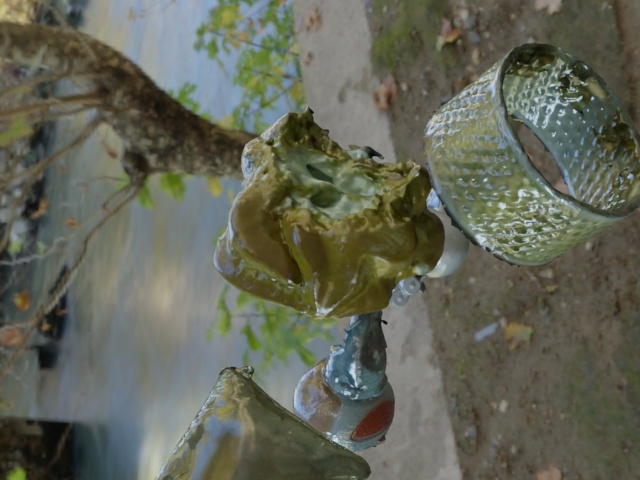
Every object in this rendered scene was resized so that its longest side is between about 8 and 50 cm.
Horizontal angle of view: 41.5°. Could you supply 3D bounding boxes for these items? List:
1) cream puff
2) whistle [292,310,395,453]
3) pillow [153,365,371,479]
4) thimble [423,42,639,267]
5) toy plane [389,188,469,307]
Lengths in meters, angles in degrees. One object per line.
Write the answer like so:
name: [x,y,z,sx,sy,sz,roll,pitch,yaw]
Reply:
cream puff: [-0.005,0.000,1.183,0.270,0.323,0.274,-52,-26,-25]
whistle: [0.060,0.243,1.443,0.189,0.189,0.348,-111,28,-45]
pillow: [-0.099,0.287,0.821,0.185,0.075,0.302,32,84,20]
thimble: [0.283,-0.115,1.111,0.150,0.271,0.271,-39,48,49]
toy plane: [0.154,-0.011,1.419,0.267,0.122,0.267,-39,33,32]
